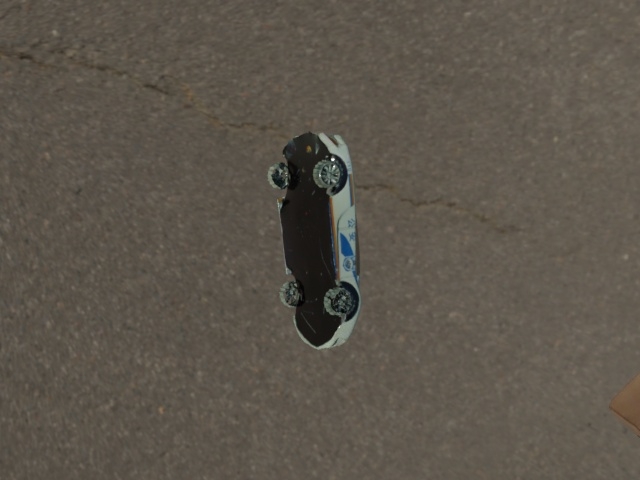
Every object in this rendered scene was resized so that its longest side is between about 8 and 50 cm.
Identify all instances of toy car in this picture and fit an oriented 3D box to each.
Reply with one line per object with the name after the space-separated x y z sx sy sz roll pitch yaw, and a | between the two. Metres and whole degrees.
0.000 0.000 0.854 0.056 0.095 0.205 -10 97 -33 | toy car

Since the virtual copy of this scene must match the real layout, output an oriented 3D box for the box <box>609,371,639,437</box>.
0.234 0.120 0.575 0.048 0.115 0.025 -43 113 -3 | box
